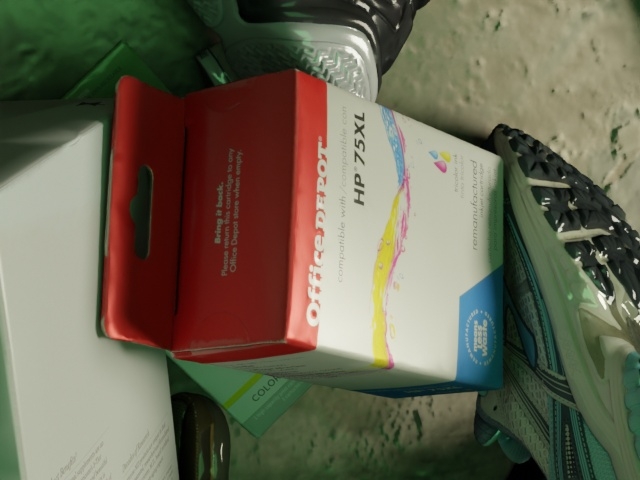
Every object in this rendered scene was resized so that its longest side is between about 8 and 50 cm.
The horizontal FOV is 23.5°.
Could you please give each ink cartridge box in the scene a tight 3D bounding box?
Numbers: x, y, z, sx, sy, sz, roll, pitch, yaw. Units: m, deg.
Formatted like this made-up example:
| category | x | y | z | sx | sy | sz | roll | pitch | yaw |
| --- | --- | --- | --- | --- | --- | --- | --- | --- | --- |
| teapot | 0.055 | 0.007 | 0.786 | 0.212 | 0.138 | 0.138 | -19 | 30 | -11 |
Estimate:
| category | x | y | z | sx | sy | sz | roll | pitch | yaw |
| --- | --- | --- | --- | --- | --- | --- | --- | --- | --- |
| ink cartridge box | 0.000 | 0.000 | 0.775 | 0.231 | 0.078 | 0.134 | 16 | 71 | -49 |
| ink cartridge box | -0.072 | 0.001 | 0.864 | 0.109 | 0.062 | 0.209 | -44 | 113 | -3 |

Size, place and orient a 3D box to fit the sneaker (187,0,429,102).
| category | x | y | z | sx | sy | sz | roll | pitch | yaw |
| --- | --- | --- | --- | --- | --- | --- | --- | --- | --- |
| sneaker | -0.014 | -0.194 | 0.788 | 0.153 | 0.101 | 0.269 | -51 | 134 | -22 |

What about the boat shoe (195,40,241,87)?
| category | x | y | z | sx | sy | sz | roll | pitch | yaw |
| --- | --- | --- | --- | --- | --- | --- | --- | --- | --- |
| boat shoe | -0.032 | -0.071 | 0.875 | 0.035 | 0.035 | 0.100 | -33 | 105 | -6 |

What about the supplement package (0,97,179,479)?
| category | x | y | z | sx | sy | sz | roll | pitch | yaw |
| --- | --- | --- | --- | --- | --- | --- | --- | --- | --- |
| supplement package | -0.194 | 0.081 | 0.735 | 0.198 | 0.199 | 0.263 | -1 | 106 | 12 |

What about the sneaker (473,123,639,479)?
| category | x | y | z | sx | sy | sz | roll | pitch | yaw |
| --- | --- | --- | --- | --- | --- | --- | --- | --- | --- |
| sneaker | 0.126 | 0.058 | 0.862 | 0.122 | 0.283 | 0.110 | -37 | 140 | 27 |

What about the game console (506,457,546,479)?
| category | x | y | z | sx | sy | sz | roll | pitch | yaw |
| --- | --- | --- | --- | --- | --- | --- | --- | --- | --- |
| game console | 0.081 | 0.234 | 0.854 | 0.250 | 0.293 | 0.173 | -6 | 104 | -17 |

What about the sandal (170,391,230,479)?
| category | x | y | z | sx | sy | sz | roll | pitch | yaw |
| --- | --- | --- | --- | --- | --- | --- | --- | --- | --- |
| sandal | -0.064 | 0.185 | 0.893 | 0.060 | 0.090 | 0.219 | -8 | 114 | -29 |
